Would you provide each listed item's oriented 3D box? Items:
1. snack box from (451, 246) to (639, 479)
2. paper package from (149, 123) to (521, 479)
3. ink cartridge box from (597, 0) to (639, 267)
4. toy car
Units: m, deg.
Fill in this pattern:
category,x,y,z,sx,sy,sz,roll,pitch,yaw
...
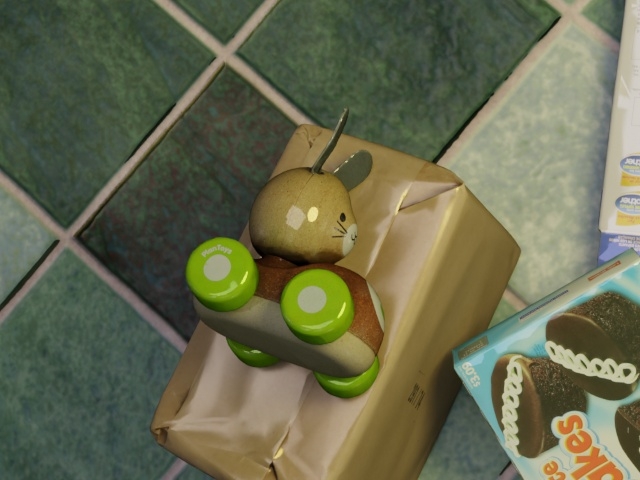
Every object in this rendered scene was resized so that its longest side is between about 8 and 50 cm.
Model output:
category,x,y,z,sx,sy,sz,roll,pitch,yaw
snack box,0.275,0.189,1.551,0.187,0.060,0.322,-31,100,8
paper package,0.027,0.081,1.560,0.168,0.325,0.309,25,87,18
ink cartridge box,0.364,-0.097,1.646,0.186,0.065,0.311,6,79,15
toy car,0.000,0.000,1.346,0.149,0.155,0.188,18,72,17
